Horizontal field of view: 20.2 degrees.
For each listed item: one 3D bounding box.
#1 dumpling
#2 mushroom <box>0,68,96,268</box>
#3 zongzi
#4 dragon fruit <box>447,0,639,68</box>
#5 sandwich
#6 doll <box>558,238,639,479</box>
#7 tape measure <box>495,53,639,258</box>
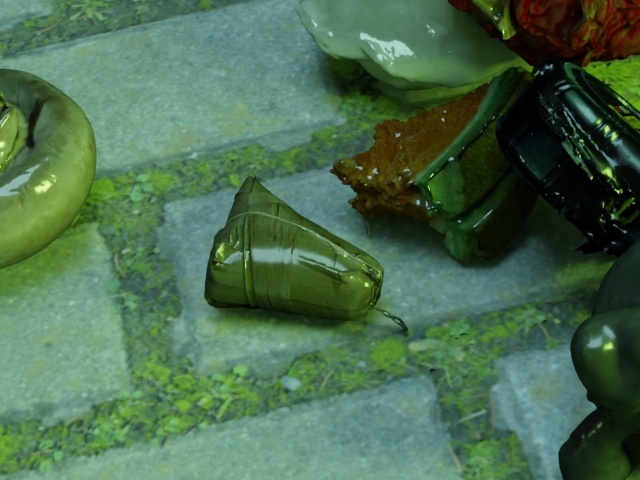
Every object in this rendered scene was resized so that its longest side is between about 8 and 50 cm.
[{"bbox_3d":[0.100,-0.217,1.797,0.250,0.132,0.162,4,36,-7],"label":"dumpling"},{"bbox_3d":[-0.326,-0.076,1.694,0.226,0.178,0.226,-10,48,12],"label":"mushroom"},{"bbox_3d":[0.000,0.000,1.644,0.189,0.081,0.178,7,38,8],"label":"zongzi"},{"bbox_3d":[0.238,-0.300,1.669,0.277,0.277,0.342,15,43,22],"label":"dragon fruit"},{"bbox_3d":[0.123,-0.073,1.677,0.160,0.109,0.185,6,46,42],"label":"sandwich"},{"bbox_3d":[0.379,0.103,1.360,0.382,0.252,0.378,-28,48,-9],"label":"doll"},{"bbox_3d":[0.241,-0.069,1.569,0.186,0.199,0.112,46,107,11],"label":"tape measure"}]
